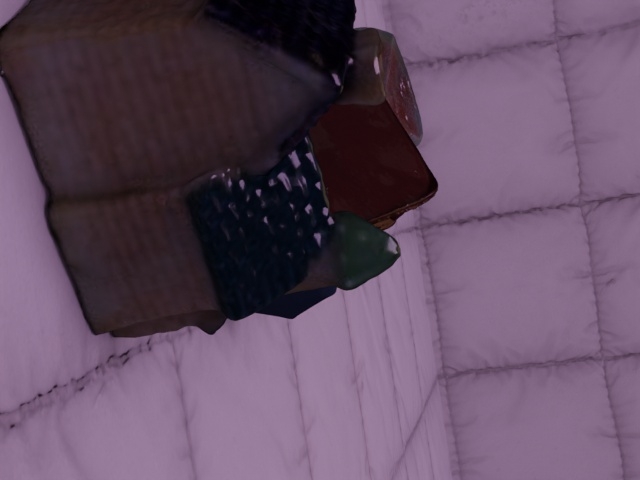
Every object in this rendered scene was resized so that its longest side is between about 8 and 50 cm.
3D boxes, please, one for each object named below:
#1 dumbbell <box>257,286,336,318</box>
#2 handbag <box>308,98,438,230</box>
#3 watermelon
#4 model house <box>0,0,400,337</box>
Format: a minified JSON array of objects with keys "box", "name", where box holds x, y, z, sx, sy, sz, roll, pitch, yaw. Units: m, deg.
[{"box":[-0.053,-0.064,1.387,0.143,0.157,0.316,115,-18,-48],"name":"dumbbell"},{"box":[-0.010,-0.116,1.274,0.275,0.084,0.260,-25,83,-53],"name":"handbag"},{"box":[0.047,-0.246,2.023,0.201,0.213,0.261,-30,107,-61],"name":"watermelon"},{"box":[-0.075,-0.087,0.952,0.243,0.284,0.298,-74,154,-55],"name":"model house"}]
